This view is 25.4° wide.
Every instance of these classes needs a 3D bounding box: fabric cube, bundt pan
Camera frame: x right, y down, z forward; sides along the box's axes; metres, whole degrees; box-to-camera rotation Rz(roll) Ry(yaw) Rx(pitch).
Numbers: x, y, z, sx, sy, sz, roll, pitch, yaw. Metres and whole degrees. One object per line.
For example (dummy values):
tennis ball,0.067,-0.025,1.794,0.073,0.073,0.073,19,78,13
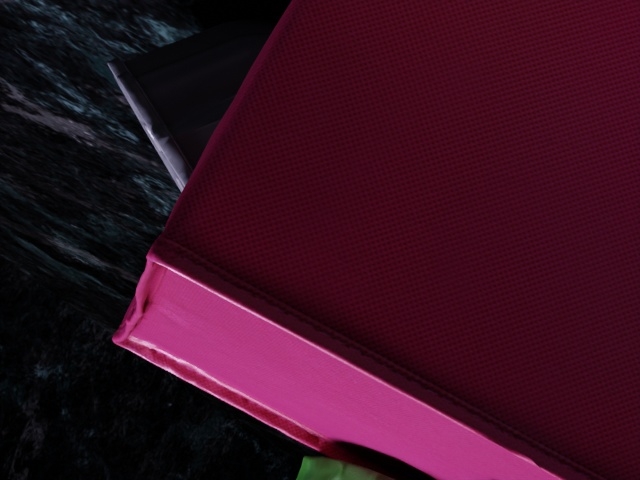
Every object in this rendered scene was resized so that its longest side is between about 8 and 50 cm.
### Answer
fabric cube,0.091,-0.024,0.573,0.254,0.258,0.259,28,166,-6
bundt pan,0.000,0.000,0.919,0.331,0.124,0.331,59,175,8

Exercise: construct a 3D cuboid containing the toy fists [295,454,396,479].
toy fists,0.039,0.177,0.561,0.096,0.142,0.279,33,166,-21
